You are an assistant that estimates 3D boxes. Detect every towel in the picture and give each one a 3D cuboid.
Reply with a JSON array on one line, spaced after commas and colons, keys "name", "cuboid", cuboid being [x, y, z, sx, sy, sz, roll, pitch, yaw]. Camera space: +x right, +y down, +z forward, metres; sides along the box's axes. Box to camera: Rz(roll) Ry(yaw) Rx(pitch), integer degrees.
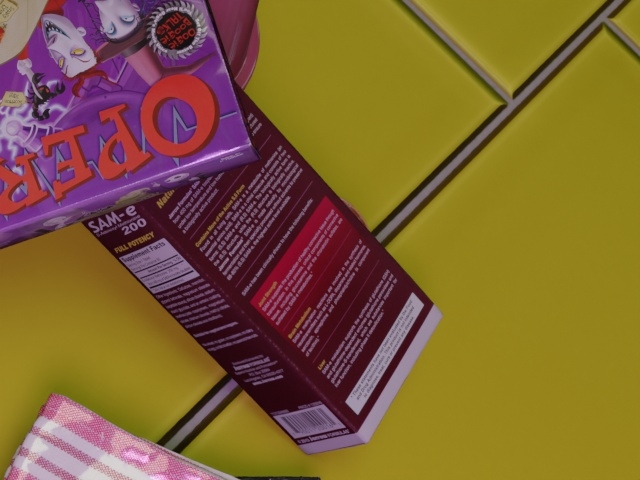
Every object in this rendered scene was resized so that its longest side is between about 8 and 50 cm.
[{"name": "towel", "cuboid": [-0.137, 0.201, 0.791, 0.144, 0.029, 0.197, 27, 57, -7]}]

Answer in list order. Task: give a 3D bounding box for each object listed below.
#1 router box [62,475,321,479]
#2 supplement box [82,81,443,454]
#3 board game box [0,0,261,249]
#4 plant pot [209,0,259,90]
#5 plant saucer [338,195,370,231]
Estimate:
[{"name": "router box", "cuboid": [-0.081, 0.218, 0.853, 0.179, 0.046, 0.133, 4, 63, -23]}, {"name": "supplement box", "cuboid": [-0.036, 0.020, 0.928, 0.239, 0.073, 0.130, 49, 52, -17]}, {"name": "board game box", "cuboid": [-0.232, -0.091, 0.831, 0.347, 0.056, 0.208, -19, 82, 1]}, {"name": "plant pot", "cuboid": [-0.124, -0.187, 0.973, 0.201, 0.180, 0.201, 11, 60, -19]}, {"name": "plant saucer", "cuboid": [0.000, 0.000, 1.031, 0.083, 0.013, 0.083, 12, 58, -20]}]
